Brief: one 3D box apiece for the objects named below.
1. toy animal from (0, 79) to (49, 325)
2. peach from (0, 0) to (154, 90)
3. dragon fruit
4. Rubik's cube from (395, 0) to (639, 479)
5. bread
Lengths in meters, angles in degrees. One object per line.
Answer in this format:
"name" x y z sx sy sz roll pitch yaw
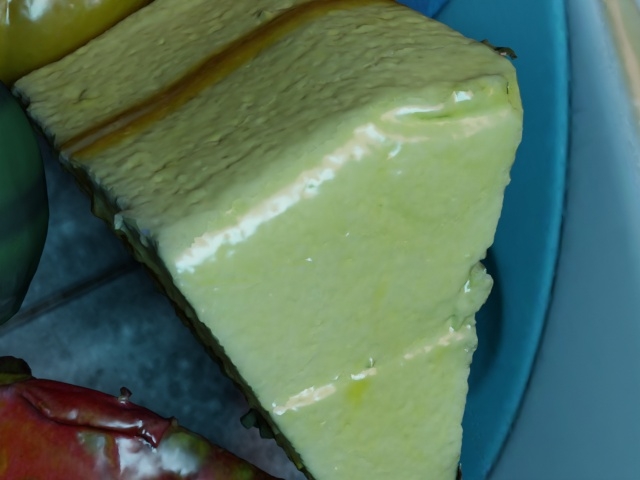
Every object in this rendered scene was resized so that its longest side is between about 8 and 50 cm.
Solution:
"toy animal" -0.277 -0.063 0.708 0.338 0.216 0.191 45 17 -14
"peach" -0.189 -0.199 0.855 0.251 0.153 0.251 6 77 -25
"dragon fruit" -0.102 0.198 0.809 0.262 0.134 0.212 28 69 -23
"Rubik's cube" 0.197 0.003 0.917 0.352 0.351 0.347 -9 81 -31
"bread" 0.000 0.000 0.806 0.198 0.263 0.236 -31 123 -11
